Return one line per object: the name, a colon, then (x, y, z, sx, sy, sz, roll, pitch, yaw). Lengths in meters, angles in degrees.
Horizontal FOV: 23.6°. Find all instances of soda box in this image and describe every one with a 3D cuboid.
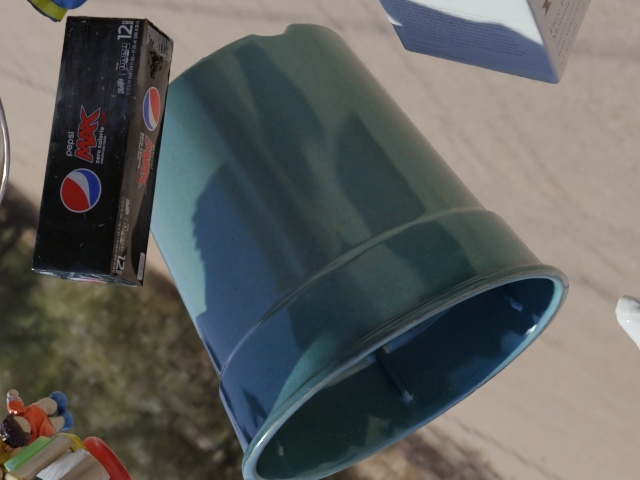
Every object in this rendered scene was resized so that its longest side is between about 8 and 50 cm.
soda box: (-0.139, -0.057, 0.986, 0.060, 0.168, 0.053, 5, 172, 18)

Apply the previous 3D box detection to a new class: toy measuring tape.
toy measuring tape: (-0.201, 0.226, 1.290, 0.121, 0.121, 0.330, 45, 163, -10)

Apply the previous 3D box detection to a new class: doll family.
doll family: (-0.333, 0.310, 1.809, 0.263, 0.118, 0.163, 59, -164, 3)

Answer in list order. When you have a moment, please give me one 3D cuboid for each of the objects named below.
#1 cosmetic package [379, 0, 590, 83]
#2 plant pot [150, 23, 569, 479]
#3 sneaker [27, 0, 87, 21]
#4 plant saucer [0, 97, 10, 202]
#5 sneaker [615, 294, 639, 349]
cosmetic package: (0.138, -0.247, 1.261, 0.151, 0.151, 0.183, 17, 165, 24)
plant pot: (0.000, 0.000, 1.433, 0.334, 0.341, 0.341, 58, 177, 21)
sneaker: (-0.194, -0.249, 1.128, 0.069, 0.082, 0.209, 33, -156, -43)
plant saucer: (-0.351, -0.107, 1.033, 0.311, 0.050, 0.310, 7, 133, 8)
sneaker: (0.333, 0.129, 1.355, 0.212, 0.094, 0.080, 36, 168, -23)
